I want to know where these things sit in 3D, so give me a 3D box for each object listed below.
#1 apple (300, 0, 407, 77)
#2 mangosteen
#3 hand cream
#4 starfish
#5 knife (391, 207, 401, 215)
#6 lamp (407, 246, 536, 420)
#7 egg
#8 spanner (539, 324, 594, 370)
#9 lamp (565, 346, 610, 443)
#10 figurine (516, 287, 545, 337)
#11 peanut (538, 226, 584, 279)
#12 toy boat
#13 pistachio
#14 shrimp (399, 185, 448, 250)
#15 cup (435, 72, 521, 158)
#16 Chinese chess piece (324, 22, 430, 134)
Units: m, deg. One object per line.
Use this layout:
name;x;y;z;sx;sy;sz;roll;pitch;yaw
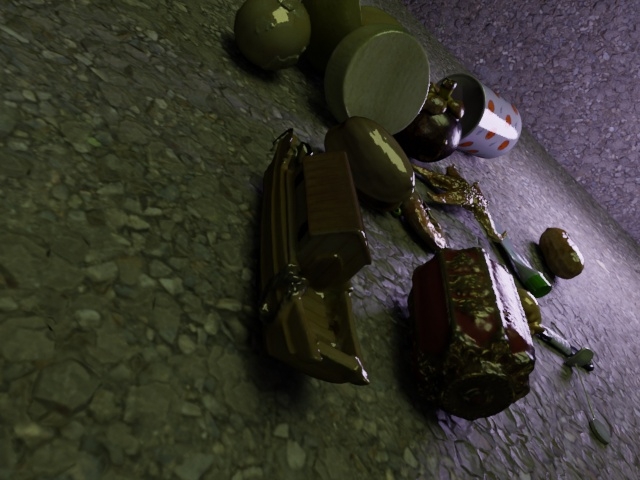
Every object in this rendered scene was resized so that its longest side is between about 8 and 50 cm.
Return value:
apple;0.069;-0.513;1.348;0.295;0.234;0.257;25;50;-46
mangosteen;0.285;-0.310;1.369;0.192;0.217;0.192;24;33;-17
hand cream;0.492;0.031;1.372;0.079;0.050;0.275;52;12;-47
starfish;0.352;-0.128;1.366;0.303;0.060;0.299;13;42;-38
knife;0.115;-0.123;1.127;0.184;0.022;0.026;57;3;22
lamp;0.216;0.127;0.796;0.177;0.177;0.273;35;31;-15
egg;-0.103;-0.445;1.136;0.164;0.164;0.201;39;35;-9
spanner;0.495;0.211;1.168;0.316;0.024;0.087;33;33;-20
lamp;0.552;0.310;1.084;0.050;0.056;0.198;32;35;-24
figurine;0.321;0.159;0.955;0.196;0.114;0.108;-36;105;-49
peanut;0.689;0.035;1.544;0.108;0.095;0.226;49;23;-22
toy boat;0.000;0.000;0.702;0.136;0.162;0.445;31;33;-26
pistachio;0.095;-0.150;1.046;0.206;0.131;0.129;54;-10;9
shrimp;0.203;-0.076;1.155;0.144;0.052;0.250;16;47;-54
cup;0.499;-0.382;1.714;0.318;0.212;0.212;7;46;-46
Chinese chess piece;0.127;-0.357;1.211;0.251;0.250;0.101;18;13;-36
